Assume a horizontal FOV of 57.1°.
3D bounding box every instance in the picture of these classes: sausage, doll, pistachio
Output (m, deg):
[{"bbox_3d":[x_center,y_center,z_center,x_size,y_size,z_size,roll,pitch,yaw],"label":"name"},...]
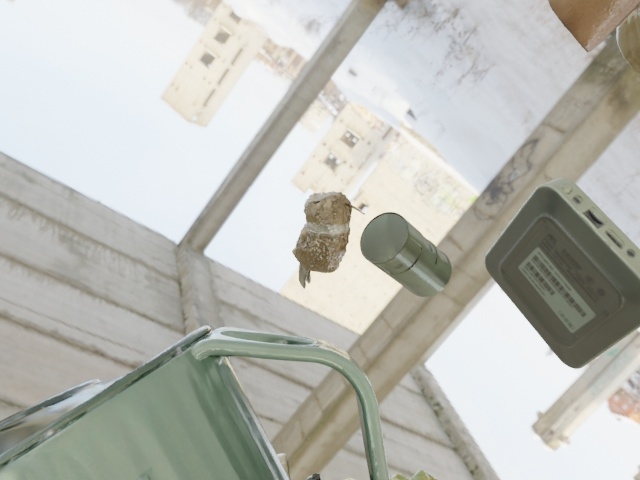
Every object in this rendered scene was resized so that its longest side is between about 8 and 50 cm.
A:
[{"bbox_3d":[0.393,-0.373,0.734,0.123,0.253,0.123,21,-137,-21],"label":"sausage"},{"bbox_3d":[-0.002,0.005,1.176,0.115,0.221,0.105,27,-161,12],"label":"doll"},{"bbox_3d":[0.575,-0.325,0.968,0.185,0.126,0.108,51,-153,8],"label":"pistachio"}]

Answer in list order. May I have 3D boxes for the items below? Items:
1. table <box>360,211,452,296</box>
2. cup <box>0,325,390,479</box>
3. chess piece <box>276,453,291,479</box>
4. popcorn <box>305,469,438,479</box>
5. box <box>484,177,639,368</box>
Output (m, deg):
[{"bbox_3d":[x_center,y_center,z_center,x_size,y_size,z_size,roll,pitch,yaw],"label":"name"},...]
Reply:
[{"bbox_3d":[0.200,0.037,1.355,0.220,0.126,0.126,34,-168,-44],"label":"table"},{"bbox_3d":[-0.119,0.287,0.544,0.392,0.401,0.310,57,-154,1],"label":"cup"},{"bbox_3d":[-0.251,0.479,1.072,0.397,0.117,0.117,-5,-154,-11],"label":"chess piece"},{"bbox_3d":[0.116,0.458,0.845,0.237,0.293,0.293,21,-179,34],"label":"popcorn"},{"bbox_3d":[0.582,0.086,1.392,0.090,0.373,0.367,-24,-116,-25],"label":"box"}]
